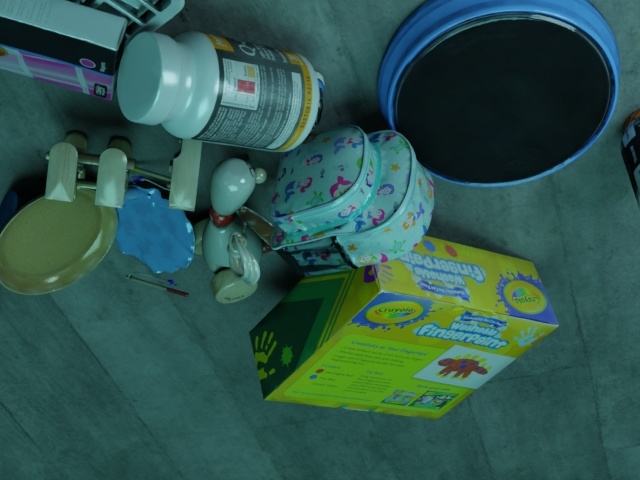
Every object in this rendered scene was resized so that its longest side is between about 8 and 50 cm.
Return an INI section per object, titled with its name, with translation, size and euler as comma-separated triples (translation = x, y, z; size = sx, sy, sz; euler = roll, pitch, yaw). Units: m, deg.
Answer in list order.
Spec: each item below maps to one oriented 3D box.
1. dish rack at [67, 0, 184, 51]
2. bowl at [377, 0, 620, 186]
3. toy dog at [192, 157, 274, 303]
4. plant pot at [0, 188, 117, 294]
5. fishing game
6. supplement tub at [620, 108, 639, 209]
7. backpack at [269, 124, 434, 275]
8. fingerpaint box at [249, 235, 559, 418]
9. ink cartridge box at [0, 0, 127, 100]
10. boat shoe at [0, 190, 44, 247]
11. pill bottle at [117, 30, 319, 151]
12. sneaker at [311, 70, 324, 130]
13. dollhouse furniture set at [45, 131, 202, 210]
[dish rack]
translation = -0.365, -0.400, 1.477
size = 0.333, 0.072, 0.285
euler = 27, 159, -26
[bowl]
translation = 0.288, -0.240, 1.713
size = 0.391, 0.077, 0.391
euler = 0, 136, 0
[toy dog]
translation = -0.123, -0.025, 1.846
size = 0.161, 0.220, 0.334
euler = -18, 174, -21
[plant pot]
translation = -0.470, -0.004, 1.868
size = 0.236, 0.032, 0.236
euler = -28, 144, -23
[fishing game]
translation = -0.305, -0.022, 1.923
size = 0.189, 0.041, 0.264
euler = 14, 127, 19
[supplement tub]
translation = 0.564, -0.128, 1.750
size = 0.117, 0.190, 0.117
euler = -1, 136, -1
[backpack]
translation = 0.050, -0.071, 1.718
size = 0.253, 0.225, 0.191
euler = -6, 143, 24
[fingerpaint box]
translation = 0.154, 0.163, 1.997
size = 0.445, 0.163, 0.371
euler = 12, 137, -35
[ink cartridge box]
translation = -0.474, -0.317, 1.559
size = 0.371, 0.069, 0.176
euler = 18, 160, -8
[boat shoe]
translation = -0.549, -0.011, 1.932
size = 0.089, 0.109, 0.258
euler = 12, 151, -21
[pill bottle]
translation = -0.152, -0.226, 1.598
size = 0.278, 0.162, 0.162
euler = 5, 141, -39
[sneaker]
translation = -0.045, -0.201, 1.739
size = 0.058, 0.084, 0.152
euler = 27, 129, -26
[dollhouse furniture set]
translation = -0.316, -0.147, 1.721
size = 0.242, 0.212, 0.161
euler = 7, 99, -8
